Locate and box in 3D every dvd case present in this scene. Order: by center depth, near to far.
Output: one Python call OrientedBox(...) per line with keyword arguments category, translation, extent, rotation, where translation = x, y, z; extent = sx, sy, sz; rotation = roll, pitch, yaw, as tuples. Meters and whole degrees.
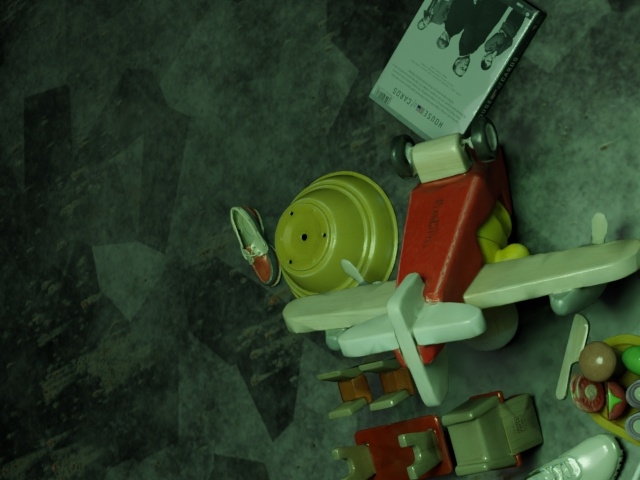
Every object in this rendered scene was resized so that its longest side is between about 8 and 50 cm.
OrientedBox(category="dvd case", translation=(0.188, -0.259, 2.095), extent=(0.179, 0.029, 0.239), rotation=(42, 109, 34))

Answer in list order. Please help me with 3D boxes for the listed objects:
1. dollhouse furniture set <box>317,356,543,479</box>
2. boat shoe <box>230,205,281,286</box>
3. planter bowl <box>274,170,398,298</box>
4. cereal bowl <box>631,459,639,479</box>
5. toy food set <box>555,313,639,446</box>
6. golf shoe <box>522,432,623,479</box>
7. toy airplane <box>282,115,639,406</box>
OrientedBox(category="dollhouse furniture set", translation=(0.150, 0.275, 1.986), extent=(0.259, 0.135, 0.262), rotation=(-18, 86, 40))
OrientedBox(category="boat shoe", translation=(-0.101, 0.009, 2.272), extent=(0.049, 0.043, 0.137), rotation=(-32, 66, 28))
OrientedBox(category="planter bowl", translation=(0.000, 0.000, 2.165), extent=(0.217, 0.090, 0.217), rotation=(-6, 80, 37))
OrientedBox(category="cereal bowl", translation=(0.514, 0.303, 1.650), extent=(0.339, 0.141, 0.339), rotation=(6, 109, 19))
OrientedBox(category="toy food set", translation=(0.374, 0.182, 1.857), extent=(0.218, 0.071, 0.128), rotation=(25, 99, 38))
OrientedBox(category="golf shoe", translation=(0.304, 0.306, 1.885), extent=(0.176, 0.086, 0.069), rotation=(-44, 58, 23))
OrientedBox(category="toy airplane", translation=(0.177, 0.062, 1.904), extent=(0.384, 0.272, 0.386), rotation=(-40, 38, -7))
